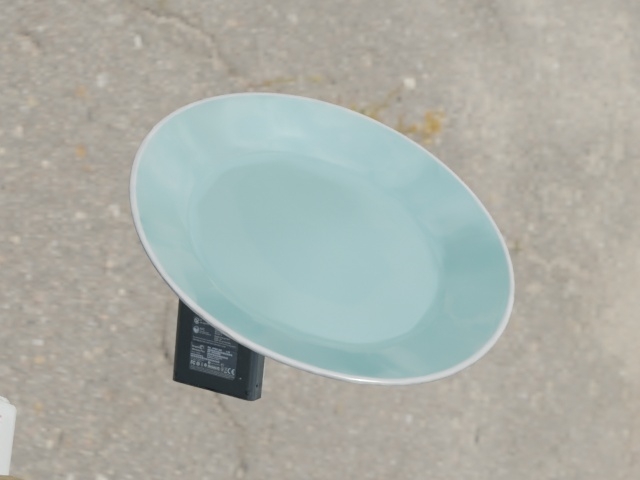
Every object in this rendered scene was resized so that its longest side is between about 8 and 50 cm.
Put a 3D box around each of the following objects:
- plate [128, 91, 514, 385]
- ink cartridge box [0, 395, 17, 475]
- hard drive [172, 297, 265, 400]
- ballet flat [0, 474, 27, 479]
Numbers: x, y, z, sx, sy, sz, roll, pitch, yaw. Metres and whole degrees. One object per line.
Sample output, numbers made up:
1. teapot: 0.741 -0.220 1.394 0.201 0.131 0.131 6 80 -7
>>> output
1. plate: 0.000 0.000 0.693 0.188 0.188 0.024 -23 149 -41
2. ink cartridge box: -0.361 0.220 1.305 0.154 0.093 0.212 26 39 -26
3. hard drive: -0.094 0.077 1.424 0.022 0.094 0.135 -15 114 -60
4. ballet flat: -0.168 0.171 0.347 0.342 0.124 0.116 -45 158 -36
